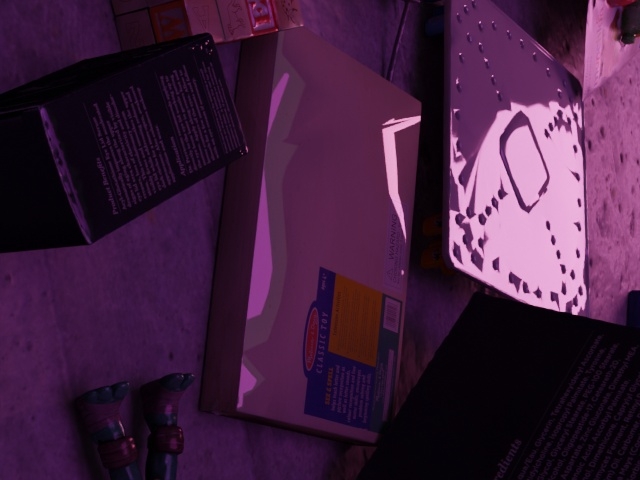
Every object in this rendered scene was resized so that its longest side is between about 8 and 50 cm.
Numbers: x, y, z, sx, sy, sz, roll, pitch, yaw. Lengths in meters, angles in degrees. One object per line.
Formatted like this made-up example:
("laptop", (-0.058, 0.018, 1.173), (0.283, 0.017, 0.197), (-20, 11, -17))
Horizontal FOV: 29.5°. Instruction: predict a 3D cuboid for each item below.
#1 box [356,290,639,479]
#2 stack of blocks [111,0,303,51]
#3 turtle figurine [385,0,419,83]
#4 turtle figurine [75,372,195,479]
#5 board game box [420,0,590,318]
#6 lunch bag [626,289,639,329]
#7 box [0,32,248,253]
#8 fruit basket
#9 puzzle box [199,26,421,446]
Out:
("box", (0.371, 0.346, 1.318), (0.297, 0.472, 0.480), (-56, 135, -26))
("stack of blocks", (-0.126, -0.326, 1.117), (0.171, 0.087, 0.297), (-23, 105, -52))
("turtle figurine", (0.072, -0.366, 1.382), (0.198, 0.275, 0.266), (20, 47, -28))
("turtle figurine", (-0.130, 0.234, 1.020), (0.175, 0.118, 0.234), (9, 63, -68))
("board game box", (0.250, -0.099, 1.608), (0.390, 0.050, 0.389), (26, 60, -50))
("lunch bag", (0.547, 0.123, 1.992), (0.067, 0.065, 0.098), (28, 64, -49))
("box", (-0.184, -0.077, 0.955), (0.207, 0.153, 0.108), (-36, 115, -48))
("fruit basket", (0.479, -0.410, 1.825), (0.353, 0.165, 0.327), (-42, 137, -53))
("puzzle box", (0.000, 0.000, 1.278), (0.272, 0.052, 0.408), (25, 66, -50))
